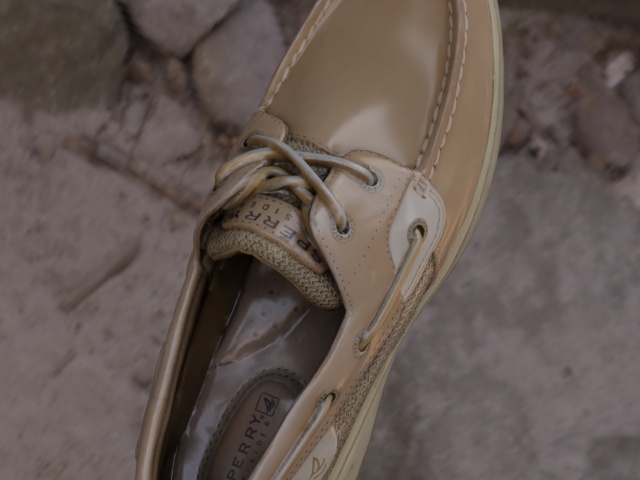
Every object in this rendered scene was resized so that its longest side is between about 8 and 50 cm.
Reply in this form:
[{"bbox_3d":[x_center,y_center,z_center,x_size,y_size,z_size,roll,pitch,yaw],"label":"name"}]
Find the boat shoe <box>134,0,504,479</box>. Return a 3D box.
[{"bbox_3d":[0.000,0.000,0.960,0.122,0.110,0.341,16,87,21],"label":"boat shoe"}]
